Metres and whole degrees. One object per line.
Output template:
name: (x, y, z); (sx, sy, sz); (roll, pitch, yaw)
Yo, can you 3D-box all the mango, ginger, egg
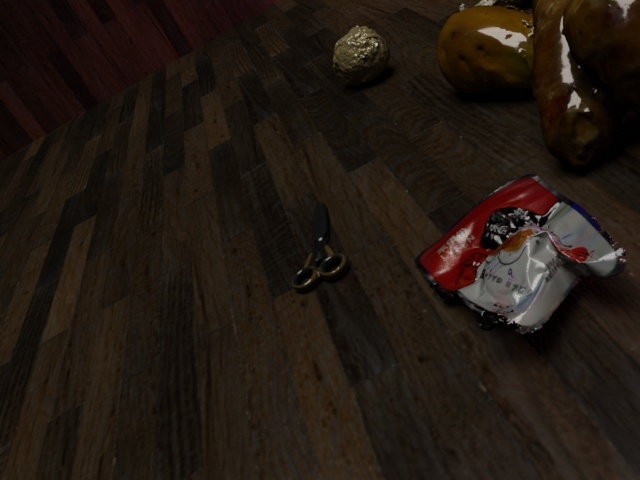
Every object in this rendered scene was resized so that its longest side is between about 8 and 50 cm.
mango: (0.294, -0.314, 1.142); (0.248, 0.151, 0.156); (37, 113, 46)
ginger: (0.392, -0.306, 0.917); (0.176, 0.254, 0.418); (22, 48, -1)
egg: (0.088, -0.401, 1.478); (0.140, 0.116, 0.118); (9, 75, 55)

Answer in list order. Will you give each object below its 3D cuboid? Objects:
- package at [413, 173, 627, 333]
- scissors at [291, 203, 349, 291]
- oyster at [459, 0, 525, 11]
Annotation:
package: (0.218, 0.014, 0.762); (0.194, 0.071, 0.269); (-28, 16, 0)
scissors: (0.000, 0.000, 1.026); (0.088, 0.017, 0.220); (-26, 29, 15)
oyster: (0.402, -0.499, 1.427); (0.200, 0.061, 0.106); (-10, 17, 28)
